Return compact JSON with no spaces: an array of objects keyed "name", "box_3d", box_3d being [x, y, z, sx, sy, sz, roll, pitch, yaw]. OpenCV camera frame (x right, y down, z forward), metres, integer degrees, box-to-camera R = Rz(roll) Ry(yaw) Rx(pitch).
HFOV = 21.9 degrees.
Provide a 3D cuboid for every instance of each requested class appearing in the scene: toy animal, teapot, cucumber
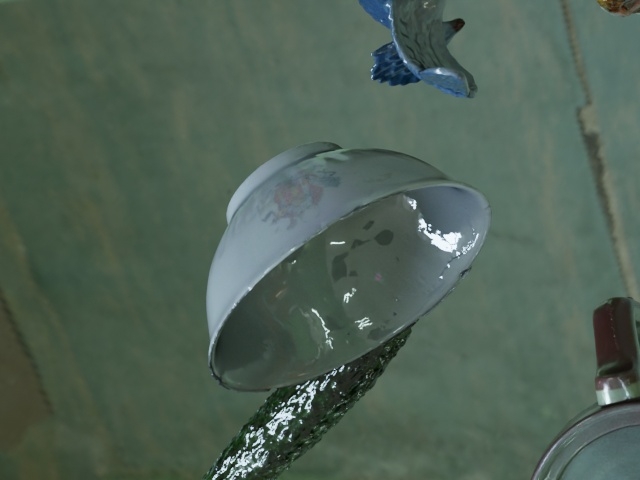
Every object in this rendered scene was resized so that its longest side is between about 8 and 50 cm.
[{"name":"toy animal","box_3d":[0.058,-0.182,1.245,0.239,0.255,0.176,49,117,28]},{"name":"teapot","box_3d":[0.322,0.207,1.609,0.233,0.312,0.315,-14,90,15]},{"name":"cucumber","box_3d":[-0.025,0.161,1.492,0.067,0.067,0.293,38,117,-4]}]

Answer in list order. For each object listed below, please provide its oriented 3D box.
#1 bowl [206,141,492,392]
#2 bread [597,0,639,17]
[{"name":"bowl","box_3d":[0.000,0.000,0.965,0.086,0.189,0.189,58,140,26]},{"name":"bread","box_3d":[0.170,-0.118,0.557,0.160,0.160,0.073,-2,88,29]}]
